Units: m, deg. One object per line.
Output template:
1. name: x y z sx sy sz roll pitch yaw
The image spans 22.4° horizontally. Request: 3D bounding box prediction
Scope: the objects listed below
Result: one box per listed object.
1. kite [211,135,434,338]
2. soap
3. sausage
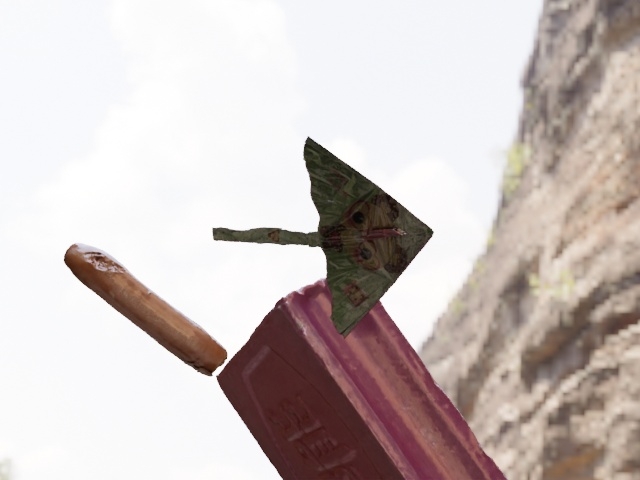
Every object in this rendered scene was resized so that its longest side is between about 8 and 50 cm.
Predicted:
1. kite: 0.000 -0.001 1.714 0.250 0.229 0.012 0 18 21
2. soap: 0.054 0.229 1.857 0.128 0.359 0.233 -28 -14 -36
3. sausage: -0.167 0.064 1.547 0.186 0.043 0.043 38 -30 -5
